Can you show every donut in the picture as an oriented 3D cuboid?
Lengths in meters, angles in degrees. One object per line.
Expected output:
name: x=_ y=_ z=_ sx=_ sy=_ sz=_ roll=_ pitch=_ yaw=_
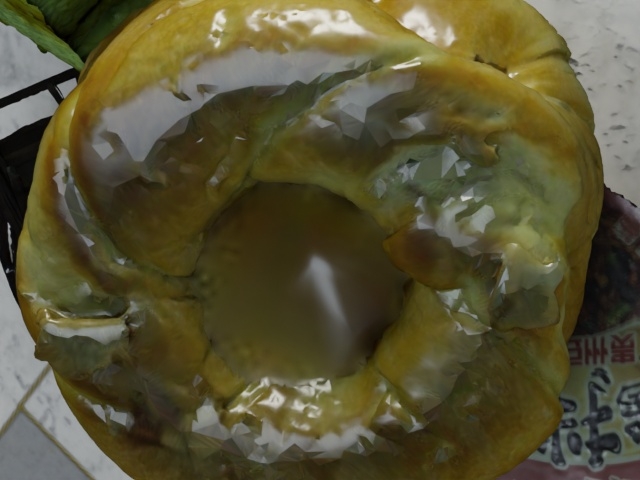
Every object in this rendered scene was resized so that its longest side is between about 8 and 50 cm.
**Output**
donut: x=0.000 y=0.000 z=0.853 sx=0.360 sy=0.170 sz=0.360 roll=3 pitch=112 yaw=6

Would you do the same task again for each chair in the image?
chair: x=-0.195 y=-0.030 z=1.093 sx=0.106 sy=0.113 sz=0.229 roll=56 pitch=162 yaw=30

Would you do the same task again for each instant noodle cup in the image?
instant noodle cup: x=0.150 y=0.074 z=0.970 sx=0.274 sy=0.091 sz=0.274 roll=6 pitch=105 yaw=22

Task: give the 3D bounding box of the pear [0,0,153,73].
pear: x=-0.137 y=-0.243 z=0.891 sx=0.159 sy=0.292 sz=0.292 roll=43 pitch=116 yaw=7
